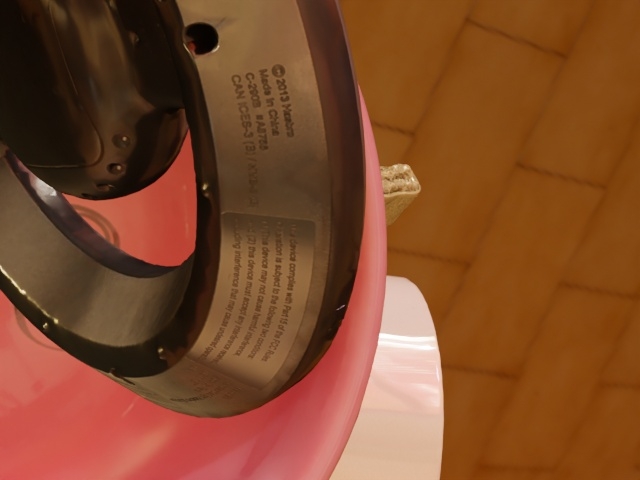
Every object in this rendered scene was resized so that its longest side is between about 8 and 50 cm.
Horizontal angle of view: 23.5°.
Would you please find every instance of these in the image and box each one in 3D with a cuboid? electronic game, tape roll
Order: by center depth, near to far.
[{"bbox_3d":[-0.068,-0.056,0.430,0.048,0.229,0.229,-25,130,-33],"label":"electronic game"},{"bbox_3d":[0.002,0.161,1.204,0.100,0.286,0.286,7,114,-14],"label":"tape roll"}]

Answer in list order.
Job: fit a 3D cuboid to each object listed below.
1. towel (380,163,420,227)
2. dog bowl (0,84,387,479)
[{"bbox_3d":[0.000,0.000,0.965,0.110,0.027,0.148,-51,162,25],"label":"towel"},{"bbox_3d":[-0.148,0.005,0.615,0.408,0.150,0.408,-1,91,-35],"label":"dog bowl"}]
